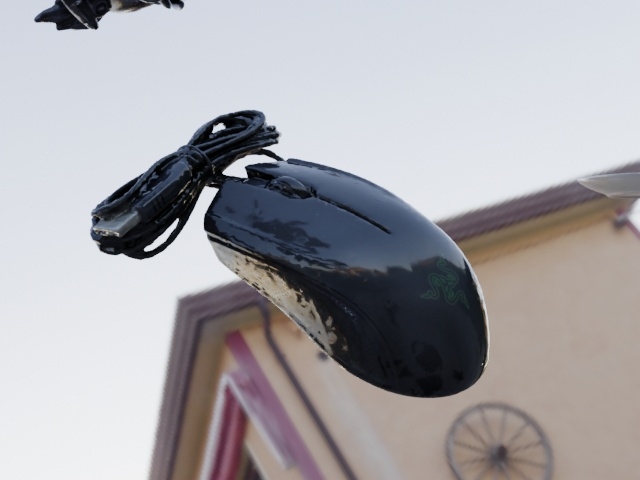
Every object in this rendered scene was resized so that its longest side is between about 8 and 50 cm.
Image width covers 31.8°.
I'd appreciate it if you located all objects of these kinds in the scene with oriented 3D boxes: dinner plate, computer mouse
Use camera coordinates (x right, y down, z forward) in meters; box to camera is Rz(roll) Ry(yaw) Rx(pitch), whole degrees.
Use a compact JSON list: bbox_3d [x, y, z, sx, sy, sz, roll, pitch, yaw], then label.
[{"bbox_3d":[0.277,-0.044,0.899,0.141,0.017,0.141,-2,-1,0],"label":"dinner plate"},{"bbox_3d":[0.000,0.000,0.748,0.188,0.272,0.072,-43,-19,-44],"label":"computer mouse"}]

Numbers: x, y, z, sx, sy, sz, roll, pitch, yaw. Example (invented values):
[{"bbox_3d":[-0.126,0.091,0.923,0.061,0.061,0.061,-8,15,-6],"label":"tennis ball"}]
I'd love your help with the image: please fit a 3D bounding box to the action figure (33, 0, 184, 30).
[{"bbox_3d":[-0.105,-0.195,0.639,0.164,0.276,0.140,-28,-74,-10],"label":"action figure"}]
